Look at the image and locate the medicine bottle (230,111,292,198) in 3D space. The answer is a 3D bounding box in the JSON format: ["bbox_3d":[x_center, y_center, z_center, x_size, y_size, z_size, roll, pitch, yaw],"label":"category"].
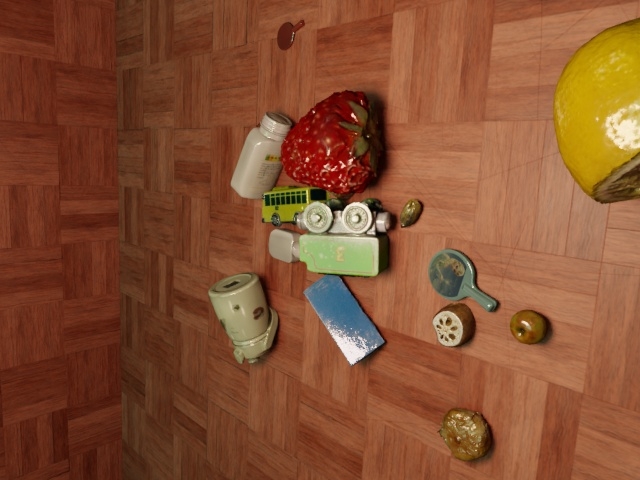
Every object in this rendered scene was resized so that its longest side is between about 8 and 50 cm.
[{"bbox_3d":[-0.214,-0.320,1.866,0.124,0.179,0.324,47,125,30],"label":"medicine bottle"}]

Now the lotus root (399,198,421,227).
[{"bbox_3d":[0.273,-0.080,1.505,0.054,0.049,0.099,38,119,26],"label":"lotus root"}]

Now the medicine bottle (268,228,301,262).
[{"bbox_3d":[-0.118,0.023,1.888,0.183,0.069,0.119,16,105,44],"label":"medicine bottle"}]

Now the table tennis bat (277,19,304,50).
[{"bbox_3d":[-0.115,-0.776,1.834,0.154,0.019,0.098,-16,83,47],"label":"table tennis bat"}]

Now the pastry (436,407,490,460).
[{"bbox_3d":[0.417,0.557,1.414,0.153,0.081,0.154,-3,85,37],"label":"pastry"}]

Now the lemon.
[{"bbox_3d":[0.623,-0.270,0.951,0.364,0.364,0.365,6,99,44],"label":"lemon"}]

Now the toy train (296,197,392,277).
[{"bbox_3d":[0.078,-0.010,1.584,0.307,0.173,0.249,3,98,20],"label":"toy train"}]

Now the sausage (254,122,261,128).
[{"bbox_3d":[-0.238,-0.402,1.947,0.089,0.089,0.179,53,130,27],"label":"sausage"}]

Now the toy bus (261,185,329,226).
[{"bbox_3d":[-0.095,-0.128,1.809,0.262,0.128,0.150,0,94,43],"label":"toy bus"}]

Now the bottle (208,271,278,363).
[{"bbox_3d":[-0.290,0.320,1.986,0.229,0.229,0.352,-1,114,44],"label":"bottle"}]

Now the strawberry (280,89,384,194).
[{"bbox_3d":[0.014,-0.298,1.549,0.344,0.295,0.318,-3,96,27],"label":"strawberry"}]

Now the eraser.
[{"bbox_3d":[0.078,0.262,1.684,0.144,0.043,0.312,-35,66,-1],"label":"eraser"}]

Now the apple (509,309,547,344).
[{"bbox_3d":[0.535,0.224,1.264,0.089,0.074,0.090,9,103,45],"label":"apple"}]

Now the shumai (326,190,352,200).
[{"bbox_3d":[0.060,-0.204,1.680,0.123,0.105,0.139,-9,113,41],"label":"shumai"}]

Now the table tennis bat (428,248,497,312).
[{"bbox_3d":[0.405,0.123,1.411,0.237,0.038,0.149,43,122,36],"label":"table tennis bat"}]

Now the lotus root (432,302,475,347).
[{"bbox_3d":[0.385,0.245,1.419,0.112,0.081,0.122,-24,78,36],"label":"lotus root"}]
